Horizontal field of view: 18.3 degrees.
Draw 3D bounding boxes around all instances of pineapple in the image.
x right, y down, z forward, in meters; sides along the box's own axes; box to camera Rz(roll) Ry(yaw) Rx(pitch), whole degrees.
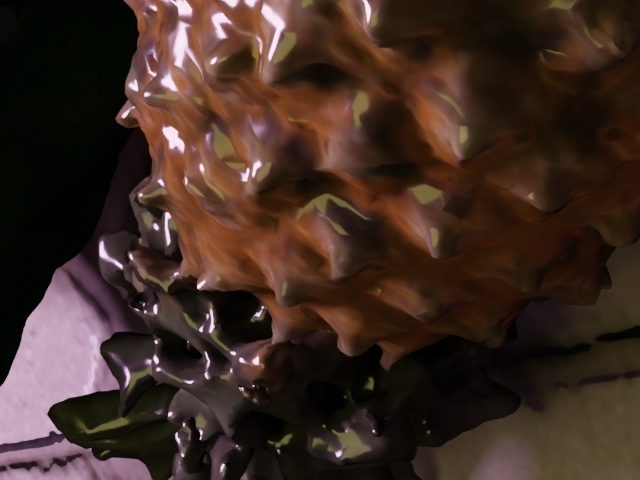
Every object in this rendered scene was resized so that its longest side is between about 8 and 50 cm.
[{"bbox_3d":[0.000,0.000,0.565,0.169,0.169,0.340,55,140,23],"label":"pineapple"}]

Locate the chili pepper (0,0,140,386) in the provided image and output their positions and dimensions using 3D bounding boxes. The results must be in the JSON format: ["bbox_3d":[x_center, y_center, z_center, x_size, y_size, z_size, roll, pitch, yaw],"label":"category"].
[{"bbox_3d":[-0.143,-0.058,0.671,0.167,0.213,0.384,22,109,50],"label":"chili pepper"}]
